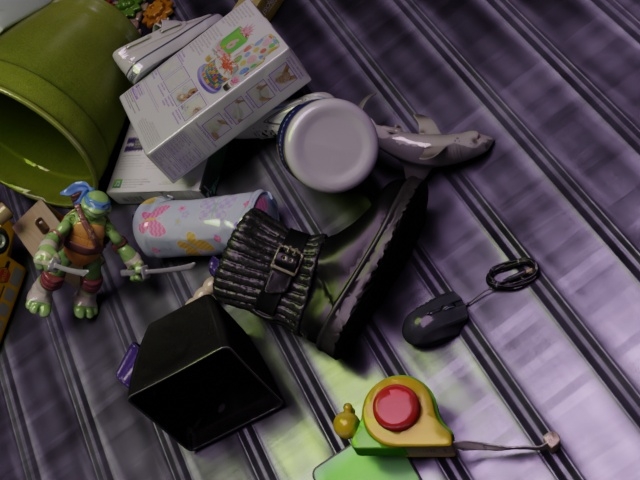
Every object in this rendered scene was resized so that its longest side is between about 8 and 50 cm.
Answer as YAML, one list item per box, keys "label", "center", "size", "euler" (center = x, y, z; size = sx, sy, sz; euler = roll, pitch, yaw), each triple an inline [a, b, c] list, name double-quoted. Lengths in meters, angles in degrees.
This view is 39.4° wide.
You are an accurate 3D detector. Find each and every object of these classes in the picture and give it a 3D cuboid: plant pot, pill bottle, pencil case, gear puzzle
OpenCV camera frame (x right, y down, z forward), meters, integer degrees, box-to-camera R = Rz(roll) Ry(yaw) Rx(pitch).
- label: "plant pot"
  center: [-0.198, 0.206, 1.488]
  size: [0.188, 0.187, 0.167]
  euler: [-29, 41, 9]
- label: "pill bottle"
  center: [0.003, -0.166, 1.533]
  size: [0.153, 0.153, 0.265]
  euler: [-41, 11, 0]
- label: "plant pot"
  center: [-0.545, -0.321, 1.865]
  size: [0.366, 0.366, 0.353]
  euler: [7, 55, 29]
- label: "pencil case"
  center: [-0.211, -0.031, 1.660]
  size: [0.273, 0.113, 0.124]
  euler: [-2, 45, 26]
- label: "gear puzzle"
  center: [-0.495, -0.512, 2.107]
  size: [0.338, 0.044, 0.176]
  euler: [-4, 61, 24]

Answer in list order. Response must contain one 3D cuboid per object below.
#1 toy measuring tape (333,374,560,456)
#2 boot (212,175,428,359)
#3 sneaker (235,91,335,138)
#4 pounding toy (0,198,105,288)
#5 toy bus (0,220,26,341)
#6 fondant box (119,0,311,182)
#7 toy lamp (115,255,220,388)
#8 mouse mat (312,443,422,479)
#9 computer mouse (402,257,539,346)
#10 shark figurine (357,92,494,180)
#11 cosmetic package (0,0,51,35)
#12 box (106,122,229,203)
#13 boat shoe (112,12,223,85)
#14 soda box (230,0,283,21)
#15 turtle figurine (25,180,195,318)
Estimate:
- label: "toy measuring tape"
  center: [0.181, 0.256, 1.317]
  size: [0.330, 0.121, 0.121]
  euler: [-4, 61, 13]
- label: "boot"
  center: [-0.002, -0.001, 1.495]
  size: [0.260, 0.131, 0.348]
  euler: [29, 78, 22]
- label: "sneaker"
  center: [-0.078, -0.226, 1.722]
  size: [0.237, 0.085, 0.086]
  euler: [-8, 65, 25]
- label: "pounding toy"
  center: [-0.548, -0.030, 1.764]
  size: [0.094, 0.206, 0.181]
  euler: [-45, 53, -3]
- label: "toy bus"
  center: [-0.693, 0.121, 1.798]
  size: [0.108, 0.130, 0.333]
  euler: [-1, 63, 27]
- label: "fondant box"
  center: [-0.209, -0.292, 1.723]
  size: [0.330, 0.096, 0.238]
  euler: [-37, 43, 4]
- label: "toy lamp"
  center: [-0.258, 0.151, 1.603]
  size: [0.080, 0.080, 0.275]
  euler: [35, 80, 36]
- label: "mouse mat"
  center: [0.083, 0.387, 1.348]
  size: [0.152, 0.007, 0.190]
  euler: [-34, 53, 5]
- label: "computer mouse"
  center: [0.235, 0.093, 1.416]
  size: [0.242, 0.041, 0.071]
  euler: [-32, 53, 6]
- label: "shark figurine"
  center: [0.143, -0.156, 1.570]
  size: [0.278, 0.116, 0.166]
  euler: [19, 39, 25]
- label: "cosmetic package"
  center: [-0.753, -0.445, 2.007]
  size: [0.377, 0.097, 0.284]
  euler: [-33, 14, 35]
- label: "box"
  center: [-0.291, -0.226, 1.843]
  size: [0.232, 0.058, 0.322]
  euler: [1, 65, 27]
- label: "boat shoe"
  center: [-0.311, -0.415, 1.853]
  size: [0.267, 0.096, 0.088]
  euler: [-40, 86, -27]
- label: "soda box"
  center: [-0.115, -0.534, 1.923]
  size: [0.058, 0.061, 0.181]
  euler: [23, 75, 33]
- label: "turtle figurine"
  center: [-0.423, 0.061, 1.618]
  size: [0.274, 0.198, 0.266]
  euler: [44, 128, 12]
